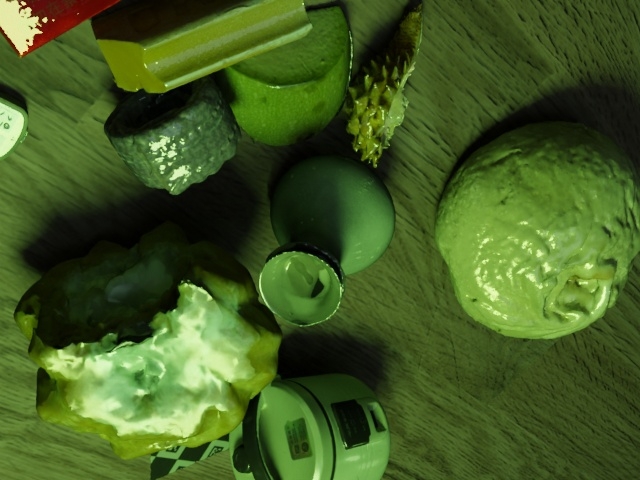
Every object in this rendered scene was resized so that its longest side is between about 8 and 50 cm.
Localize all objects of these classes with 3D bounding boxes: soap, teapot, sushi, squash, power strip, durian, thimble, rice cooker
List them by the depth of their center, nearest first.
[{"bbox_3d":[-0.446,-0.165,0.930,0.226,0.029,0.080,27,109,-34],"label":"power strip"},{"bbox_3d":[-0.140,-0.247,0.933,0.231,0.140,0.073,-23,125,-7],"label":"soap"},{"bbox_3d":[-0.178,-0.136,0.990,0.150,0.150,0.098,-29,130,-2],"label":"thimble"},{"bbox_3d":[-0.032,-0.193,1.051,0.191,0.085,0.184,-16,126,-10],"label":"squash"},{"bbox_3d":[0.000,0.000,1.081,0.183,0.251,0.184,6,119,12],"label":"teapot"},{"bbox_3d":[0.080,-0.214,1.087,0.078,0.140,0.224,20,98,13],"label":"durian"},{"bbox_3d":[-0.021,0.321,1.300,0.244,0.226,0.226,3,123,-44],"label":"rice cooker"},{"bbox_3d":[-0.181,0.256,1.310,0.231,0.047,0.220,-16,127,-34],"label":"sushi"}]

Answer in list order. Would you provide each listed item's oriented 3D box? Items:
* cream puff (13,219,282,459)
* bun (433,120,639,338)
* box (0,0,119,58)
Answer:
[{"bbox_3d":[-0.213,0.132,1.075,0.323,0.270,0.275,-19,110,0],"label":"cream puff"},{"bbox_3d":[0.356,0.000,1.257,0.348,0.227,0.352,32,104,-34],"label":"bun"},{"bbox_3d":[-0.312,-0.368,0.803,0.197,0.089,0.313,-30,131,-1],"label":"box"}]
